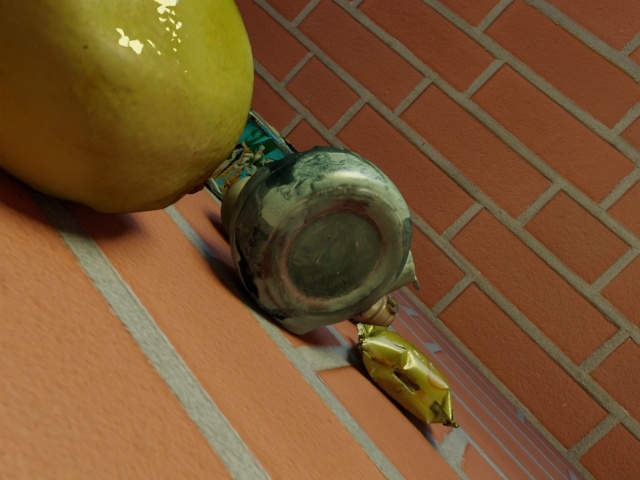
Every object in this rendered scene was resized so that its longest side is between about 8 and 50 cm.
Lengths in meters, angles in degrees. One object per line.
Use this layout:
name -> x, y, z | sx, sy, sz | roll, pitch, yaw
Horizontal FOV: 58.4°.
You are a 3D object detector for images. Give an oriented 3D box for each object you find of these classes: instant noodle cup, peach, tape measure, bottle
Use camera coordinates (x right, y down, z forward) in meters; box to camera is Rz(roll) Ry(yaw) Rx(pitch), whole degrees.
instant noodle cup -> -0.139, -0.154, 1.245 | 0.240, 0.178, 0.240 | 43, 7, -7
peach -> -0.219, -0.185, 0.564 | 0.315, 0.282, 0.314 | 53, 0, -4
tape measure -> 0.000, 0.000, 0.831 | 0.147, 0.256, 0.274 | 52, -16, 56
bottle -> 0.082, 0.113, 1.219 | 0.209, 0.110, 0.097 | 39, 39, -31

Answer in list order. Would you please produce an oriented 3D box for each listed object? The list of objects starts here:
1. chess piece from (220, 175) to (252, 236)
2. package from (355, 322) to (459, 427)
chess piece -> -0.041, -0.053, 1.067 | 0.330, 0.182, 0.182 | -9, 49, -50
package -> 0.148, 0.228, 0.989 | 0.226, 0.090, 0.168 | 42, 5, 3
